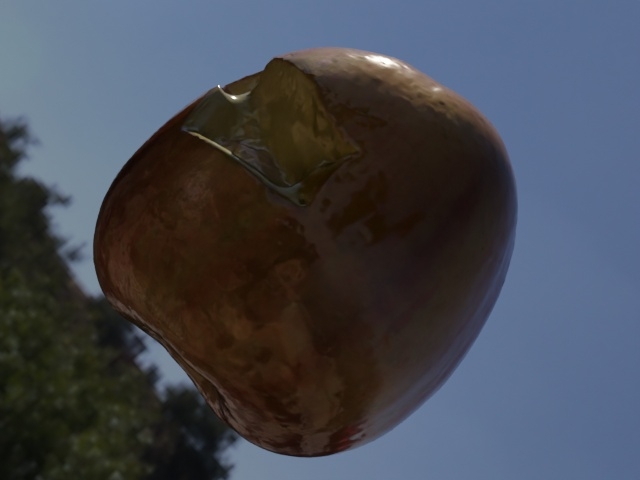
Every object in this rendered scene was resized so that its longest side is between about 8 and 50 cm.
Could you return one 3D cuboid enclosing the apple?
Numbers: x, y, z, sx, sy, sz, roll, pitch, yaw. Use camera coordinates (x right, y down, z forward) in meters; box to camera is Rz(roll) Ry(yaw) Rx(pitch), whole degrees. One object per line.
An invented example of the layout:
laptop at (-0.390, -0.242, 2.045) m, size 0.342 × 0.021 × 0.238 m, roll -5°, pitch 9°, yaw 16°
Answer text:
apple at (0.000, 0.000, 0.691) m, size 0.199 × 0.199 × 0.199 m, roll 46°, pitch -15°, yaw 16°
